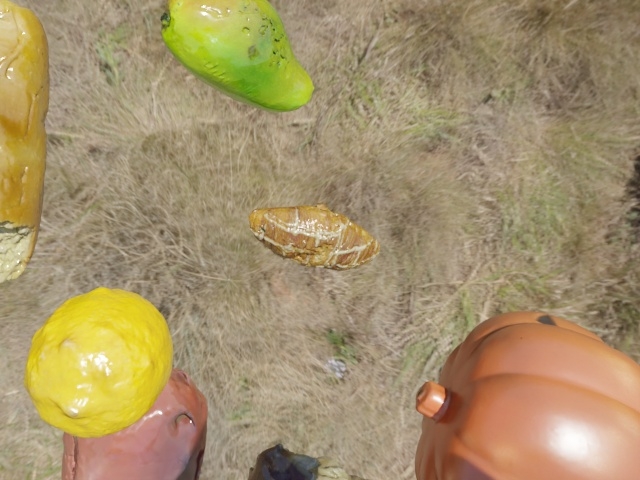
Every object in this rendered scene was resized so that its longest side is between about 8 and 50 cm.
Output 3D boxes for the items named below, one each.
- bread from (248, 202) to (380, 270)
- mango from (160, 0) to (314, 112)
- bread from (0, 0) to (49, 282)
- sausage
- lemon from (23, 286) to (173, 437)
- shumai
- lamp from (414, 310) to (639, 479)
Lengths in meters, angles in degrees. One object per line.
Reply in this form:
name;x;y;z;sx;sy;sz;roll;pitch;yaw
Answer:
bread;0.000;0.000;1.114;0.233;0.076;0.105;13;126;-24
mango;-0.094;-0.240;0.885;0.233;0.125;0.111;25;43;-42
bread;-0.417;-0.118;0.876;0.148;0.195;0.344;1;89;-15
sausage;-0.211;0.257;0.784;0.152;0.152;0.280;11;105;-7
lemon;-0.182;0.097;0.590;0.114;0.155;0.114;0;111;-1
shumai;-0.016;0.498;1.200;0.346;0.283;0.217;-17;50;9
lamp;0.146;0.144;0.515;0.163;0.187;0.188;23;84;0
